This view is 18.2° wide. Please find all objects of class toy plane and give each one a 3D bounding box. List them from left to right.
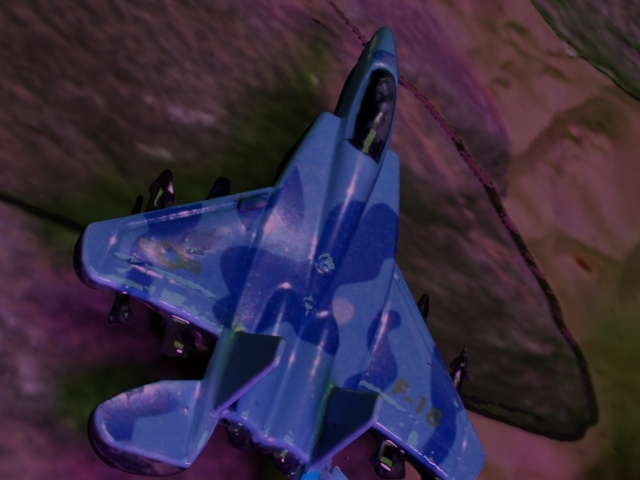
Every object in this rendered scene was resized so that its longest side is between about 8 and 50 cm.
[{"bbox_3d":[-0.004,0.004,0.743,0.169,0.078,0.246,30,38,-16],"label":"toy plane"}]
